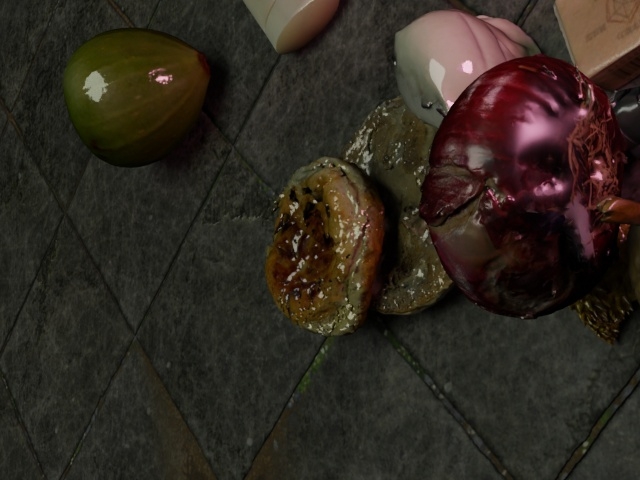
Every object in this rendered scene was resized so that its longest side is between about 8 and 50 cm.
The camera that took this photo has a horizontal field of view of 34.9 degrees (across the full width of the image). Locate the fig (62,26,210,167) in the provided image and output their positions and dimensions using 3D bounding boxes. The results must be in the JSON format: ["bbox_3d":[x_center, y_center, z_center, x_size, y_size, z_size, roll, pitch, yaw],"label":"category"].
[{"bbox_3d":[-0.374,-0.309,2.140,0.316,0.316,0.316,-13,73,47],"label":"fig"}]

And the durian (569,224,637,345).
[{"bbox_3d":[0.349,0.028,1.367,0.132,0.165,0.182,102,-175,-53],"label":"durian"}]

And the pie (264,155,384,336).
[{"bbox_3d":[0.001,0.000,1.671,0.308,0.086,0.308,-12,75,52],"label":"pie"}]

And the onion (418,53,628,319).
[{"bbox_3d":[0.234,-0.058,1.198,0.232,0.314,0.313,3,84,44],"label":"onion"}]

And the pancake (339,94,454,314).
[{"bbox_3d":[0.140,-0.062,1.636,0.387,0.082,0.386,-19,65,50],"label":"pancake"}]

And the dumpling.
[{"bbox_3d":[0.226,-0.243,1.501,0.175,0.227,0.243,118,139,-70],"label":"dumpling"}]

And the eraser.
[{"bbox_3d":[0.472,-0.342,1.321,0.343,0.078,0.144,-33,59,39],"label":"eraser"}]

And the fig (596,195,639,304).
[{"bbox_3d":[0.420,0.009,1.095,0.286,0.369,0.286,-5,84,53],"label":"fig"}]

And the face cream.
[{"bbox_3d":[-0.086,-0.507,1.985,0.173,0.081,0.348,-52,47,28],"label":"face cream"}]

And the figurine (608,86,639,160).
[{"bbox_3d":[0.374,-0.141,1.367,0.192,0.126,0.147,-42,18,43],"label":"figurine"}]
